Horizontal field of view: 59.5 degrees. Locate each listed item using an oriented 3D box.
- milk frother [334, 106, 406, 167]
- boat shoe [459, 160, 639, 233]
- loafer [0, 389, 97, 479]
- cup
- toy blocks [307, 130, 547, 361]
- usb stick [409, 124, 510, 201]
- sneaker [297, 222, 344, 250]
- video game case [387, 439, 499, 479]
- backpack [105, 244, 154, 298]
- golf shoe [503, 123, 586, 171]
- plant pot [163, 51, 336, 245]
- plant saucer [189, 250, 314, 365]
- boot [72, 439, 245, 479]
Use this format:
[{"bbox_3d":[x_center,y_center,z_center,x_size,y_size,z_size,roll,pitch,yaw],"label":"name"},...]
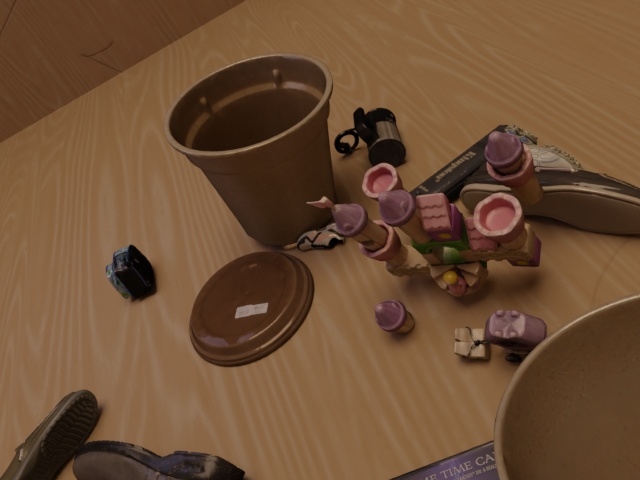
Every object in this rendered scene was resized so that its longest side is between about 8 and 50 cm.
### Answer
[{"bbox_3d":[0.109,-0.218,1.284,0.134,0.129,0.143,-95,28,-47],"label":"milk frother"},{"bbox_3d":[0.400,-0.089,0.951,0.335,0.112,0.095,11,60,43],"label":"boat shoe"},{"bbox_3d":[-0.519,0.383,1.036,0.088,0.094,0.251,12,56,34],"label":"loafer"},{"bbox_3d":[0.364,0.233,0.516,0.331,0.236,0.331,-28,23,13],"label":"cup"},{"bbox_3d":[0.166,-0.002,0.827,0.289,0.260,0.308,-6,65,34],"label":"toy blocks"},{"bbox_3d":[0.285,-0.139,1.121,0.278,0.045,0.077,-37,41,-6],"label":"usb stick"},{"bbox_3d":[0.000,0.000,1.157,0.109,0.040,0.043,-22,57,20],"label":"sneaker"},{"bbox_3d":[0.201,0.383,0.656,0.196,0.026,0.274,-24,40,8],"label":"video game case"},{"bbox_3d":[-0.445,0.071,1.303,0.084,0.105,0.114,-28,35,2],"label":"backpack"},{"bbox_3d":[0.406,-0.144,1.046,0.176,0.069,0.086,39,108,32],"label":"golf shoe"},{"bbox_3d":[-0.103,-0.167,1.163,0.334,0.305,0.333,-10,45,10],"label":"plant pot"},{"bbox_3d":[-0.147,0.122,1.122,0.278,0.041,0.277,-16,42,15],"label":"plant saucer"},{"bbox_3d":[-0.285,0.431,0.838,0.339,0.118,0.222,-8,50,30],"label":"boot"}]
